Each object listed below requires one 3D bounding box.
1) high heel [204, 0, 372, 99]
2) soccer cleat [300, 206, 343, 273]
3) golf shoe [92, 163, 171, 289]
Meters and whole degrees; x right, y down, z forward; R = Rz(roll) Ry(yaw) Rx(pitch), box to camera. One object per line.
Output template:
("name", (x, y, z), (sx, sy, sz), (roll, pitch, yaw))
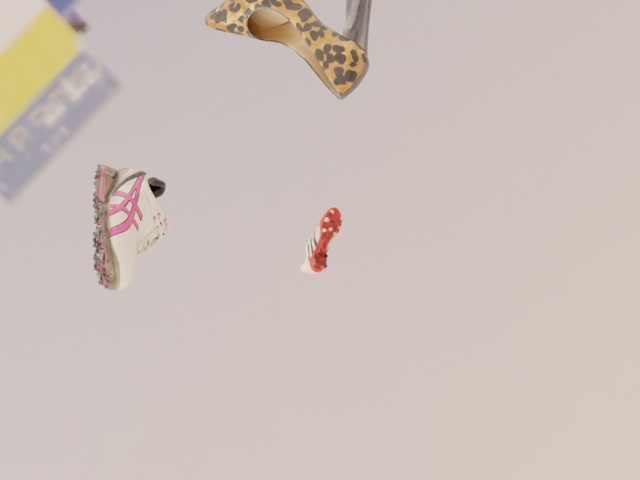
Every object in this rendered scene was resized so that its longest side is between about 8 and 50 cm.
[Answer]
("high heel", (-0.055, -0.276, 2.338), (0.261, 0.093, 0.186), (-3, -120, 18))
("soccer cleat", (0.000, 0.000, 1.817), (0.035, 0.029, 0.083), (-14, -128, 50))
("golf shoe", (-0.200, -0.017, 1.734), (0.186, 0.086, 0.067), (-97, -165, -49))
